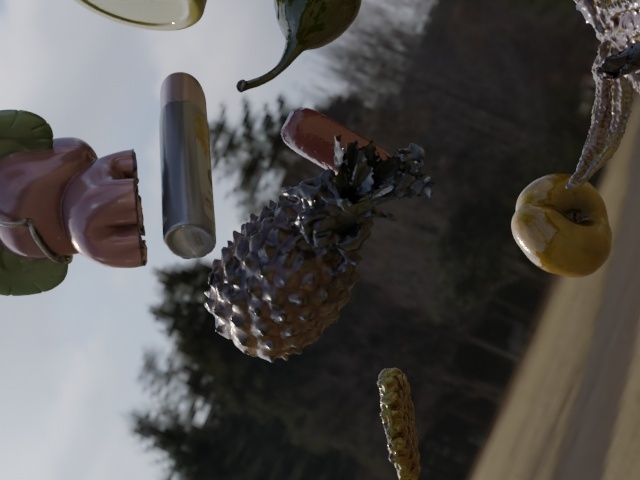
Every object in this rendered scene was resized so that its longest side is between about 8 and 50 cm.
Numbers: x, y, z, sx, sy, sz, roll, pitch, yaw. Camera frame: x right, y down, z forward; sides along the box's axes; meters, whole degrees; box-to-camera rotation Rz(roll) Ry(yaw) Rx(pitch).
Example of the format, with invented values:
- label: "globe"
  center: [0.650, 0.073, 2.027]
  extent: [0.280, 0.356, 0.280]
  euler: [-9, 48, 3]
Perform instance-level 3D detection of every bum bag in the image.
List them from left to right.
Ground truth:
- label: "bum bag"
  center: [0.421, -0.243, 1.949]
  extent: [0.058, 0.124, 0.034]
  euler: [51, -162, -73]

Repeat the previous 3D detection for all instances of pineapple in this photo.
- label: "pineapple"
  center: [0.000, 0.000, 1.703]
  extent: [0.361, 0.175, 0.175]
  euler: [-46, 10, 41]

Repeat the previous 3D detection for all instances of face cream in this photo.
- label: "face cream"
  center: [-0.244, -0.418, 2.063]
  extent: [0.218, 0.218, 0.179]
  euler: [99, -175, -73]
- label: "face cream"
  center: [-0.191, -0.108, 2.107]
  extent: [0.107, 0.073, 0.269]
  euler: [84, 180, -55]

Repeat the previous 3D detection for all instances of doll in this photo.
- label: "doll"
  center: [-0.382, -0.048, 2.071]
  extent: [0.216, 0.269, 0.284]
  euler: [-106, 11, -65]

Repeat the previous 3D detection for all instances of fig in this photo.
- label: "fig"
  center: [-0.032, -0.281, 1.988]
  extent: [0.236, 0.124, 0.124]
  euler: [-60, -6, -17]

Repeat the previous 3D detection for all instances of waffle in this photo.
- label: "waffle"
  center: [0.126, 0.289, 2.352]
  extent: [0.191, 0.038, 0.191]
  euler: [-11, -90, -80]

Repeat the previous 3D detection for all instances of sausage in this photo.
- label: "sausage"
  center: [0.023, -0.117, 1.916]
  extent: [0.062, 0.154, 0.062]
  euler: [-60, 4, 8]

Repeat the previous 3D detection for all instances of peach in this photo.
- label: "peach"
  center: [0.388, -0.025, 2.385]
  extent: [0.103, 0.179, 0.179]
  euler: [-50, 10, 50]

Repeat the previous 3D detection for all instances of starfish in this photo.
- label: "starfish"
  center: [0.408, -0.275, 2.122]
  extent: [0.384, 0.132, 0.398]
  euler: [-154, 57, -68]
